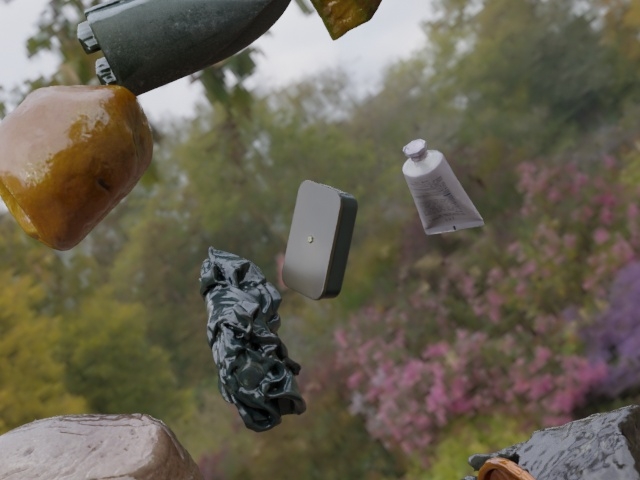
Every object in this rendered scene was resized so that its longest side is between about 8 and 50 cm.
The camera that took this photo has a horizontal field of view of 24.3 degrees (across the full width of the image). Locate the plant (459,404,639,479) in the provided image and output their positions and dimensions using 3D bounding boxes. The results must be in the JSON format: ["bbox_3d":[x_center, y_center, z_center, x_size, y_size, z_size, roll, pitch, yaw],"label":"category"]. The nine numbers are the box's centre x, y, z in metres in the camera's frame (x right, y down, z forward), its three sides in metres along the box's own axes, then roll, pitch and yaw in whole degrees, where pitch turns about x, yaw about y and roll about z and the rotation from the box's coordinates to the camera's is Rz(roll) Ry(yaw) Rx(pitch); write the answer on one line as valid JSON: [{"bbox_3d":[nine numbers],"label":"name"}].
[{"bbox_3d":[0.292,0.319,1.711,0.276,0.199,0.188,-34,19,32],"label":"plant"}]

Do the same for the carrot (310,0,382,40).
[{"bbox_3d":[-0.014,-0.379,1.670,0.114,0.301,0.114,-28,14,8],"label":"carrot"}]

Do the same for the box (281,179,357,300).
[{"bbox_3d":[0.000,0.000,1.668,0.031,0.126,0.091,6,9,-34],"label":"box"}]

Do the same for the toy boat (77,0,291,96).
[{"bbox_3d":[-0.176,-0.311,2.087,0.320,0.141,0.092,-21,35,4],"label":"toy boat"}]

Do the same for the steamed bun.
[{"bbox_3d":[-0.251,0.321,1.499,0.301,0.251,0.199,-18,26,26],"label":"steamed bun"}]

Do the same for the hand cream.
[{"bbox_3d":[0.145,-0.067,1.887,0.084,0.142,0.053,-9,40,30],"label":"hand cream"}]

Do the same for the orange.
[{"bbox_3d":[-0.332,-0.118,1.980,0.249,0.183,0.249,-48,4,5],"label":"orange"}]

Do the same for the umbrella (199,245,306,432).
[{"bbox_3d":[-0.085,0.093,1.684,0.094,0.143,0.349,-9,15,-6],"label":"umbrella"}]

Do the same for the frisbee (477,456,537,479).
[{"bbox_3d":[0.231,0.310,1.557,0.035,0.192,0.192,-26,-12,-19],"label":"frisbee"}]
